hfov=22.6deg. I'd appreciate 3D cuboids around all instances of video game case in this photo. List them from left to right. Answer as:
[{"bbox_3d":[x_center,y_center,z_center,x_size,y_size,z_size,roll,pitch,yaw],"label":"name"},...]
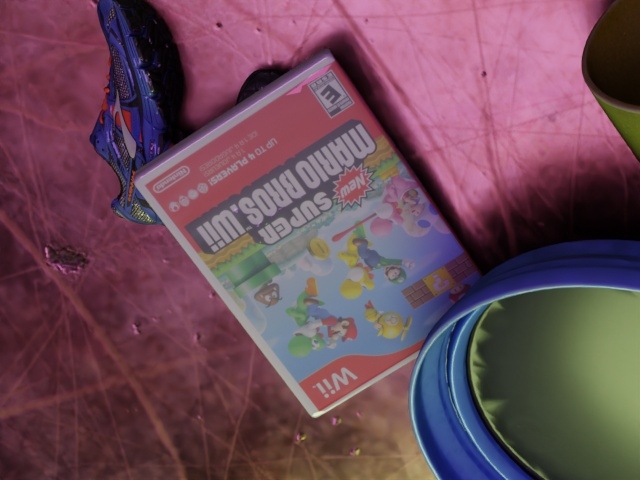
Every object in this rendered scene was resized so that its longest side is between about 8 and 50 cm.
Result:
[{"bbox_3d":[0.000,0.000,1.402,0.204,0.025,0.285,-32,112,9],"label":"video game case"}]

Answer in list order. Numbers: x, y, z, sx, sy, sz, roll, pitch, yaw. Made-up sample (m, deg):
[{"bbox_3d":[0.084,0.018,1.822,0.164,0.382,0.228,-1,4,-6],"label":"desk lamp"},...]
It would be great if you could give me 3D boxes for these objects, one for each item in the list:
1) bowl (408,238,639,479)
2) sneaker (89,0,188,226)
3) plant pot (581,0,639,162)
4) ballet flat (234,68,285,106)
[{"bbox_3d":[0.270,0.159,1.345,0.391,0.077,0.391,16,135,16],"label":"bowl"},{"bbox_3d":[-0.167,-0.110,1.405,0.087,0.083,0.221,-7,105,14],"label":"sneaker"},{"bbox_3d":[0.388,-0.069,1.255,0.275,0.275,0.293,-23,118,15],"label":"plant pot"},{"bbox_3d":[-0.066,-0.068,1.410,0.049,0.057,0.173,32,111,34],"label":"ballet flat"}]
